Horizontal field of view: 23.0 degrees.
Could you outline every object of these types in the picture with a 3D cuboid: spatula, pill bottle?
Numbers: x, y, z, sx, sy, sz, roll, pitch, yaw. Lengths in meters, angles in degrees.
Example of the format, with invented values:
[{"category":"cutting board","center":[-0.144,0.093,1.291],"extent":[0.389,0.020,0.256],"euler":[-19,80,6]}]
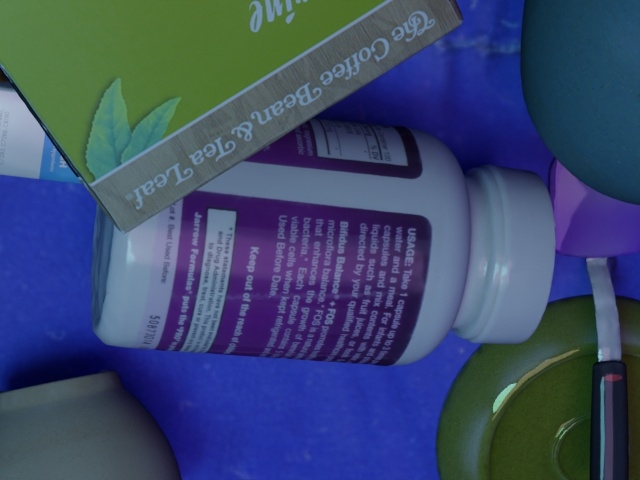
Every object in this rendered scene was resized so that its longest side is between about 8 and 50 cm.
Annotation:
[{"category":"spatula","center":[0.216,0.069,1.193],"extent":[0.084,0.030,0.296],"euler":[-1,88,-10]},{"category":"pill bottle","center":[0.000,0.000,1.083],"extent":[0.301,0.169,0.169],"euler":[5,109,-13]}]

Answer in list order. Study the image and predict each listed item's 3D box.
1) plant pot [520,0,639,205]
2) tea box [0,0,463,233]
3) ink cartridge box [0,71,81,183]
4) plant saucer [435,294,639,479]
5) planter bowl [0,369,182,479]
[{"category":"plant pot","center":[0.247,-0.131,1.050],"extent":[0.290,0.290,0.195],"euler":[28,138,-19]},{"category":"tea box","center":[-0.125,-0.238,0.870],"extent":[0.220,0.329,0.323],"euler":[-31,120,1]},{"category":"ink cartridge box","center":[-0.238,-0.090,1.037],"extent":[0.181,0.104,0.062],"euler":[6,109,-13]},{"category":"plant saucer","center":[0.213,0.161,1.258],"extent":[0.241,0.037,0.241],"euler":[-4,111,-10]},{"category":"planter bowl","center":[-0.183,0.153,1.125],"extent":[0.162,0.162,0.109],"euler":[-12,86,-7]}]
